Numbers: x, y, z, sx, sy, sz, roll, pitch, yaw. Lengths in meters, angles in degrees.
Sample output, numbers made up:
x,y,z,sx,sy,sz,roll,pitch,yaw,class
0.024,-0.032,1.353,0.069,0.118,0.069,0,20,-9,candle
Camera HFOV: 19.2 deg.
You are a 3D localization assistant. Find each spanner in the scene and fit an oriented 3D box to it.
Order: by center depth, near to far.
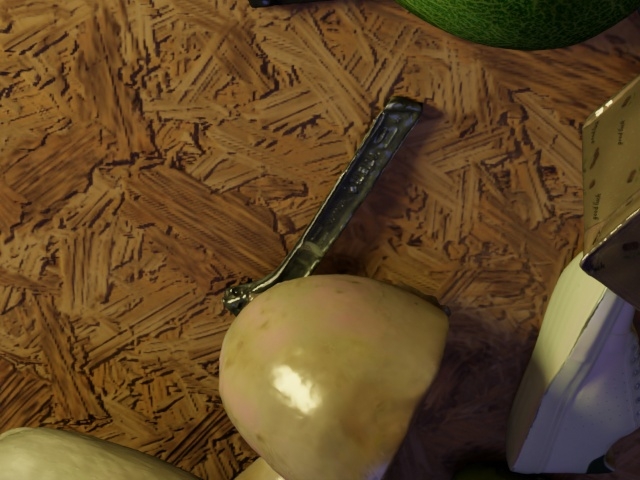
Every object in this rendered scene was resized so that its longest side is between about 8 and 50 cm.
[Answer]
x,y,z,sx,sy,sz,roll,pitch,yaw,class
0.000,0.000,1.627,0.093,0.026,0.325,25,125,-14,spanner

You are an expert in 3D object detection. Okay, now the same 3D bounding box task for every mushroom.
x,y,z,sx,sy,sz,roll,pitch,yaw,class
-0.015,0.136,1.579,0.162,0.173,0.236,29,102,-4,mushroom

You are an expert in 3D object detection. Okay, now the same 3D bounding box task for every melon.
x,y,z,sx,sy,sz,roll,pitch,yaw,class
0.174,-0.207,1.385,0.265,0.129,0.169,-35,120,27,melon

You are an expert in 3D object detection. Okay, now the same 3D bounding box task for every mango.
x,y,z,sx,sy,sz,roll,pitch,yaw,class
0.194,0.264,1.779,0.165,0.074,0.091,25,128,-12,mango

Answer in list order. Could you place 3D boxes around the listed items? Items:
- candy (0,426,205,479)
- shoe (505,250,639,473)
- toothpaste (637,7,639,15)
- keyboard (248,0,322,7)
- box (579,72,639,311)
x,y,z,sx,sy,sz,roll,pitch,yaw,class
-0.132,0.317,1.712,0.427,0.186,0.386,26,160,26,candy
0.245,0.109,1.649,0.110,0.095,0.265,12,134,-10,shoe
0.348,-0.222,1.395,0.255,0.067,0.037,-28,139,22,toothpaste
-0.038,-0.309,1.396,0.101,0.018,0.309,-5,127,9,keyboard
0.377,-0.025,1.463,0.297,0.190,0.225,34,124,-20,box
